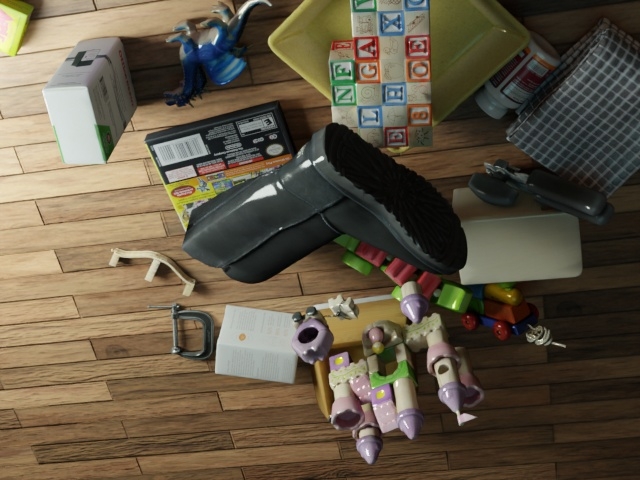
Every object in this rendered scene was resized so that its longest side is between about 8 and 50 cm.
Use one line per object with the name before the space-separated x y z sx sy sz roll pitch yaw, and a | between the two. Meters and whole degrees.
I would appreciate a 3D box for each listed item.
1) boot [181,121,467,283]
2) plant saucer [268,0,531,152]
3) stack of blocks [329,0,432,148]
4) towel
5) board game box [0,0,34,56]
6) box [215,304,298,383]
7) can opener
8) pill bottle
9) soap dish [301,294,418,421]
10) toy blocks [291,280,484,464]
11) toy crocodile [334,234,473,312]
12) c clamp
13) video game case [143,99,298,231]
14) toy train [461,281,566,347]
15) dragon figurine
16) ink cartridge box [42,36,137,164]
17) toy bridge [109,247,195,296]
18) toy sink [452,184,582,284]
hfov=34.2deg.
boot | -0.001 -0.002 1.928 0.367 0.146 0.445 41 136 -19
plant saucer | 0.136 -0.365 1.820 0.333 0.081 0.333 38 120 -20
stack of blocks | 0.102 -0.305 1.763 0.171 0.087 0.297 -1 125 6
towel | 0.500 -0.220 1.866 0.235 0.121 0.283 31 122 -15
board game box | -0.620 -0.413 1.872 0.181 0.043 0.092 23 123 -11
box | -0.130 0.221 2.218 0.171 0.130 0.091 8 126 0
can opener | 0.403 -0.082 1.908 0.074 0.280 0.093 39 78 -45
pill bottle | 0.347 -0.292 1.850 0.086 0.086 0.152 33 121 -17
soap dish | 0.090 0.256 2.206 0.229 0.118 0.290 -8 130 1
toy blocks | 0.136 0.276 1.981 0.289 0.260 0.309 -23 128 14
toy crocodile | 0.147 0.044 2.055 0.341 0.105 0.115 35 90 -10
c clamp | -0.300 0.200 2.288 0.137 0.022 0.160 -3 123 1
video game case | -0.172 -0.130 2.037 0.275 0.035 0.248 -13 122 12
toy train | 0.382 0.118 2.061 0.248 0.105 0.143 15 126 50
dragon figurine | -0.175 -0.339 1.859 0.289 0.085 0.144 -21 123 23
ink cartridge box | -0.408 -0.253 1.867 0.087 0.208 0.153 -2 124 10
toy bridge | -0.351 0.055 2.185 0.188 0.026 0.063 23 121 -11
toy sink | 0.380 -0.020 2.009 0.234 0.131 0.152 -5 124 14
